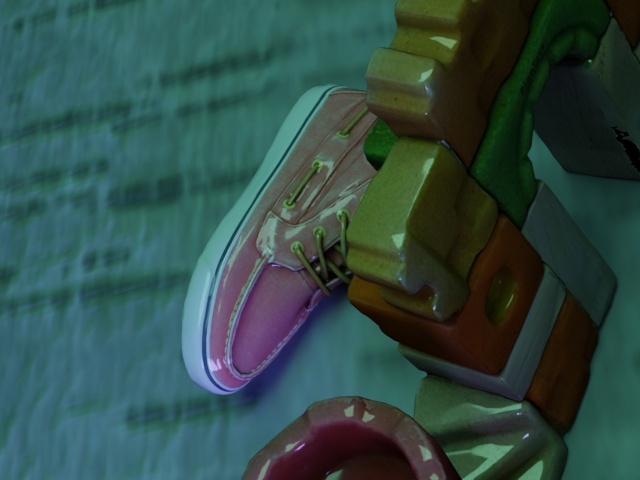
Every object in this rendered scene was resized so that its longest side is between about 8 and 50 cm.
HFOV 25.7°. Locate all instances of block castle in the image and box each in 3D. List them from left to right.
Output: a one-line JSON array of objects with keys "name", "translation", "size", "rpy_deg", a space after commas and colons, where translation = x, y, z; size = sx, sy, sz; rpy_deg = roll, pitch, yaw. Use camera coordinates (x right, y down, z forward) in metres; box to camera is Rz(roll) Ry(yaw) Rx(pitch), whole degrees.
[{"name": "block castle", "translation": [0.177, -0.032, 0.514], "size": [0.303, 0.213, 0.453], "rpy_deg": [13, 72, 36]}]

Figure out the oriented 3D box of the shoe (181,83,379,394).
[{"name": "shoe", "translation": [0.000, 0.000, 0.700], "size": [0.081, 0.063, 0.178], "rpy_deg": [10, 66, 40]}]
